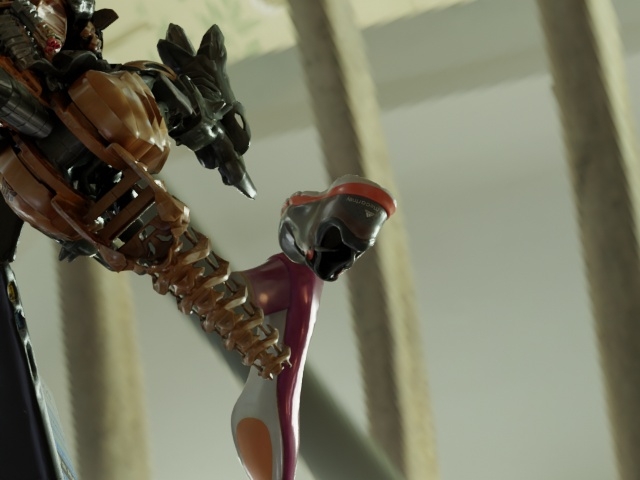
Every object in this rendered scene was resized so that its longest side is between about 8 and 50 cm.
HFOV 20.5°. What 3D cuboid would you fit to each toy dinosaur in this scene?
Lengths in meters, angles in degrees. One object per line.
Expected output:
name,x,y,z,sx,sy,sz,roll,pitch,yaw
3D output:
toy dinosaur,-0.138,-0.051,0.999,0.164,0.322,0.218,-21,172,11

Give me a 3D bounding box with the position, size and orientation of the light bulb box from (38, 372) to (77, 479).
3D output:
light bulb box,-0.478,0.250,2.252,0.225,0.358,0.361,-27,-139,-1

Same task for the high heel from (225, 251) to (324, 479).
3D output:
high heel,-0.029,0.132,1.736,0.117,0.244,0.082,-14,-173,-41

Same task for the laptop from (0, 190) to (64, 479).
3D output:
laptop,-0.378,0.039,1.579,0.382,0.408,0.236,-3,-160,22

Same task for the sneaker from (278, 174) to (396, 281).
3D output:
sneaker,0.000,0.000,1.321,0.158,0.061,0.065,-36,-150,64
